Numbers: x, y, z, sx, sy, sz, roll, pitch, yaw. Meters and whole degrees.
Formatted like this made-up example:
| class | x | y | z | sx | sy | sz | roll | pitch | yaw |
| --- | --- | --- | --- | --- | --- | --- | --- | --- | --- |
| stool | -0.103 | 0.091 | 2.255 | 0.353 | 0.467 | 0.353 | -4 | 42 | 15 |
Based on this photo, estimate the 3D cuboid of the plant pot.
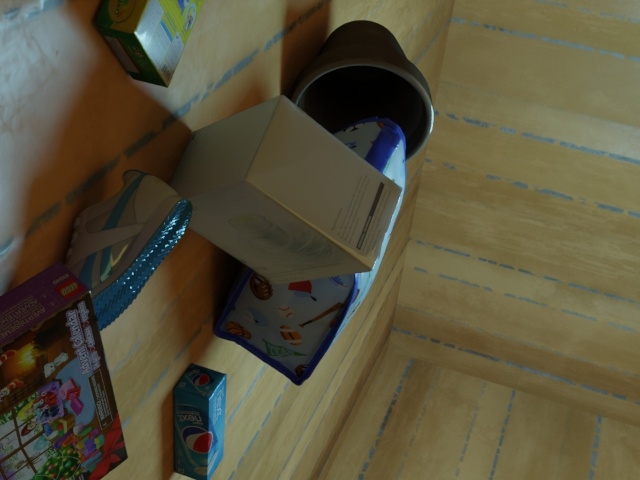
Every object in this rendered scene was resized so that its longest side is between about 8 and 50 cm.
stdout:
| class | x | y | z | sx | sy | sz | roll | pitch | yaw |
| --- | --- | --- | --- | --- | --- | --- | --- | --- | --- |
| plant pot | 0.079 | -0.293 | 1.735 | 0.229 | 0.262 | 0.263 | -85 | 178 | -45 |

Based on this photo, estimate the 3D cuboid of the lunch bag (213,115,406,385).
| class | x | y | z | sx | sy | sz | roll | pitch | yaw |
| --- | --- | --- | --- | --- | --- | --- | --- | --- | --- |
| lunch bag | 0.000 | 0.000 | 1.604 | 0.385 | 0.238 | 0.328 | -57 | -176 | 48 |

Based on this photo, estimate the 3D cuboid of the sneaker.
| class | x | y | z | sx | sy | sz | roll | pitch | yaw |
| --- | --- | --- | --- | --- | --- | --- | --- | --- | --- |
| sneaker | -0.249 | 0.023 | 1.054 | 0.229 | 0.092 | 0.087 | -51 | 164 | -12 |

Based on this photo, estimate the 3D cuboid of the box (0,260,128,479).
| class | x | y | z | sx | sy | sz | roll | pitch | yaw |
| --- | --- | --- | --- | --- | --- | --- | --- | --- | --- |
| box | -0.301 | 0.182 | 0.910 | 0.201 | 0.057 | 0.293 | -35 | 146 | -30 |

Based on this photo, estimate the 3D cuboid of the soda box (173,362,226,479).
| class | x | y | z | sx | sy | sz | roll | pitch | yaw |
| --- | --- | --- | --- | --- | --- | --- | --- | --- | --- |
| soda box | -0.207 | 0.316 | 1.589 | 0.071 | 0.067 | 0.210 | -57 | 158 | -51 |

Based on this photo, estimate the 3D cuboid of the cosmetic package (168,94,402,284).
| class | x | y | z | sx | sy | sz | roll | pitch | yaw |
| --- | --- | --- | --- | --- | --- | --- | --- | --- | --- |
| cosmetic package | -0.057 | -0.056 | 1.242 | 0.224 | 0.224 | 0.138 | 36 | 63 | -28 |

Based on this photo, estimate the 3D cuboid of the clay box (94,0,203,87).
| class | x | y | z | sx | sy | sz | roll | pitch | yaw |
| --- | --- | --- | --- | --- | --- | --- | --- | --- | --- |
| clay box | -0.172 | -0.302 | 1.046 | 0.127 | 0.053 | 0.222 | 68 | 39 | -70 |
